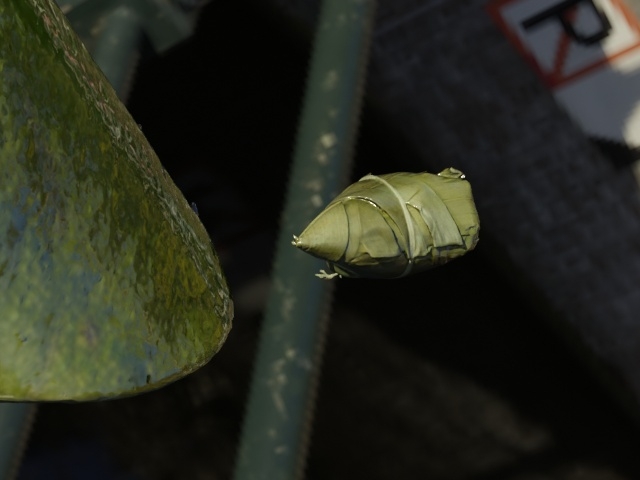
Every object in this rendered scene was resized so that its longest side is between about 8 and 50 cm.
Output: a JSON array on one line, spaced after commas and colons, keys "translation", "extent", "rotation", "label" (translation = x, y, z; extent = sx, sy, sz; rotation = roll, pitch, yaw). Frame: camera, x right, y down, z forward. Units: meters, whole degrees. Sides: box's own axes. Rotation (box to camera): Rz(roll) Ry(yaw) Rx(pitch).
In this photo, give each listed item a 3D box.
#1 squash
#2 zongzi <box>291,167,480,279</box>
[{"translation": [-0.126, 0.012, 0.567], "extent": [0.093, 0.169, 0.252], "rotation": [57, -1, 40], "label": "squash"}, {"translation": [0.000, 0.000, 1.089], "extent": [0.130, 0.154, 0.062], "rotation": [-13, 90, -34], "label": "zongzi"}]
